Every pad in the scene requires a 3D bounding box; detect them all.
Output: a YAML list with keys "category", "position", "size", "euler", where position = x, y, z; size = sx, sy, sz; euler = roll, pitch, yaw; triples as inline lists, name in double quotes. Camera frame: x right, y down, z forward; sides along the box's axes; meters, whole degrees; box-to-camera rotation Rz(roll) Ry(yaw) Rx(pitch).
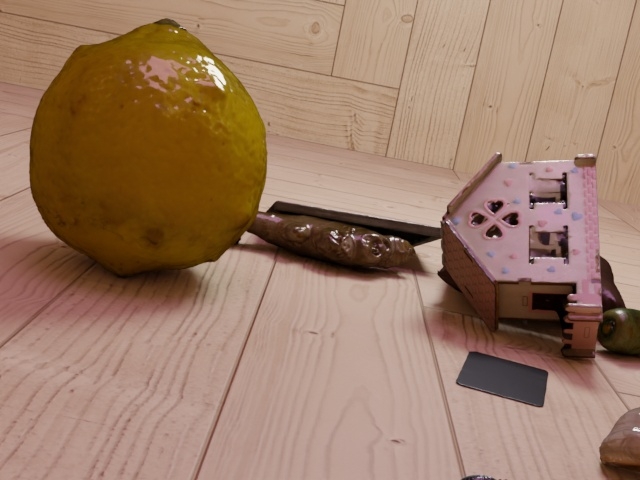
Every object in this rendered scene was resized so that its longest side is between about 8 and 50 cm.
- category: "pad"
  position: [0.241, 0.179, 1.255]
  size: [0.112, 0.003, 0.157]
  euler: [14, 13, 14]

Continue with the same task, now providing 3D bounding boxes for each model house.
- category: "model house"
  position: [0.307, 0.021, 1.482]
  size: [0.244, 0.169, 0.326]
  euler: [2, 55, 10]

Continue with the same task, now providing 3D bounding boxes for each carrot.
- category: "carrot"
  position: [0.581, 0.152, 1.540]
  size: [0.359, 0.074, 0.074]
  euler: [7, 12, -33]

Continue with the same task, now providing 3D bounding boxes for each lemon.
- category: "lemon"
  position: [-0.245, -0.133, 1.398]
  size: [0.350, 0.387, 0.350]
  euler: [8, -11, 1]

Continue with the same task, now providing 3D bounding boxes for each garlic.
- category: "garlic"
  position: [0.352, 0.214, 1.021]
  size: [0.094, 0.074, 0.113]
  euler: [15, 4, 44]

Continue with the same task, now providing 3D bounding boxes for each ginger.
- category: "ginger"
  position: [0.002, 0.000, 1.703]
  size: [0.333, 0.080, 0.166]
  euler: [9, -5, 10]

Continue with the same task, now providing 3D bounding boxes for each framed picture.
- category: "framed picture"
  position: [0.056, -0.029, 1.838]
  size: [0.324, 0.020, 0.240]
  euler: [9, -6, -10]

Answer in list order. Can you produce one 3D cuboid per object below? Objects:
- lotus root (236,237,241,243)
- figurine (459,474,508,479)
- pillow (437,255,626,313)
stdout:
- category: "lotus root"
  position: [-0.298, -0.058, 1.693]
  size: [0.329, 0.078, 0.167]
  euler: [5, 12, -27]
- category: "figurine"
  position: [0.144, 0.235, 0.805]
  size: [0.060, 0.047, 0.106]
  euler: [-5, 16, 1]
- category: "pillow"
  position: [0.367, 0.054, 1.680]
  size: [0.308, 0.108, 0.305]
  euler: [13, 15, 8]
